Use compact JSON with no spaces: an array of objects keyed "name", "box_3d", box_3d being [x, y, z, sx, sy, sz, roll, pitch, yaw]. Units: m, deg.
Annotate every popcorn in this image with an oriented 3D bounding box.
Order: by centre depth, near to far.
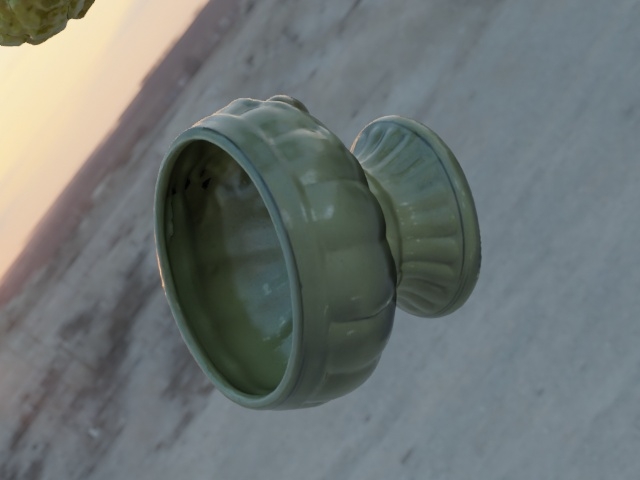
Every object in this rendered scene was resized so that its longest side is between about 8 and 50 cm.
[{"name":"popcorn","box_3d":[-0.302,-0.284,1.440,0.170,0.180,0.180,-42,11,19]}]

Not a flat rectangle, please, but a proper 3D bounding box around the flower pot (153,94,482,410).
[{"name":"flower pot","box_3d":[0.000,0.000,1.423,0.244,0.307,0.307,-15,-14,-32]}]
